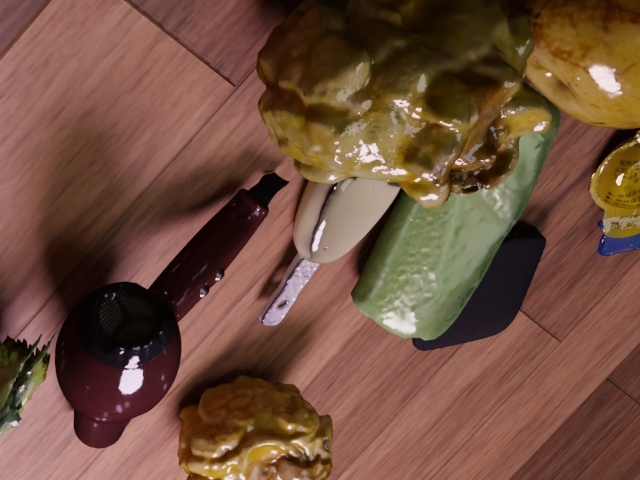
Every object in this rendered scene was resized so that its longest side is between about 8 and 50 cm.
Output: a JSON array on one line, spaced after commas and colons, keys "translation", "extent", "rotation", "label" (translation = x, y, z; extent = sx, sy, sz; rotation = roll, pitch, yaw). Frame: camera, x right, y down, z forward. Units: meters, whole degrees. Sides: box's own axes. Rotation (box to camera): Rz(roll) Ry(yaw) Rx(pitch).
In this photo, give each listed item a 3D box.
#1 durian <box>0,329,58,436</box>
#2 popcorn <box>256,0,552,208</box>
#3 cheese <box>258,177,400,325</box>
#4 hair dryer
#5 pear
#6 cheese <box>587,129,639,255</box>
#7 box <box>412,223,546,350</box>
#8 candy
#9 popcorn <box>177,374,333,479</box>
[{"translation": [-0.387, 0.230, 1.230], "extent": [0.352, 0.169, 0.158], "rotation": [-50, 132, -30], "label": "durian"}, {"translation": [0.082, -0.149, 1.258], "extent": [0.286, 0.252, 0.215], "rotation": [-17, 125, -28], "label": "popcorn"}, {"translation": [0.000, 0.000, 1.502], "extent": [0.127, 0.054, 0.251], "rotation": [9, 121, -50], "label": "cheese"}, {"translation": [-0.149, 0.063, 1.383], "extent": [0.340, 0.123, 0.312], "rotation": [-49, 173, -25], "label": "hair dryer"}, {"translation": [0.331, -0.255, 1.380], "extent": [0.281, 0.281, 0.280], "rotation": [-27, 142, -23], "label": "pear"}, {"translation": [0.450, -0.070, 1.853], "extent": [0.157, 0.064, 0.250], "rotation": [-9, 136, -14], "label": "cheese"}, {"translation": [0.218, 0.068, 1.799], "extent": [0.213, 0.042, 0.201], "rotation": [-12, 135, -36], "label": "box"}, {"translation": [0.159, -0.038, 1.569], "extent": [0.142, 0.132, 0.343], "rotation": [26, 111, -9], "label": "candy"}, {"translation": [-0.080, 0.240, 1.605], "extent": [0.194, 0.163, 0.140], "rotation": [-2, 114, -4], "label": "popcorn"}]
